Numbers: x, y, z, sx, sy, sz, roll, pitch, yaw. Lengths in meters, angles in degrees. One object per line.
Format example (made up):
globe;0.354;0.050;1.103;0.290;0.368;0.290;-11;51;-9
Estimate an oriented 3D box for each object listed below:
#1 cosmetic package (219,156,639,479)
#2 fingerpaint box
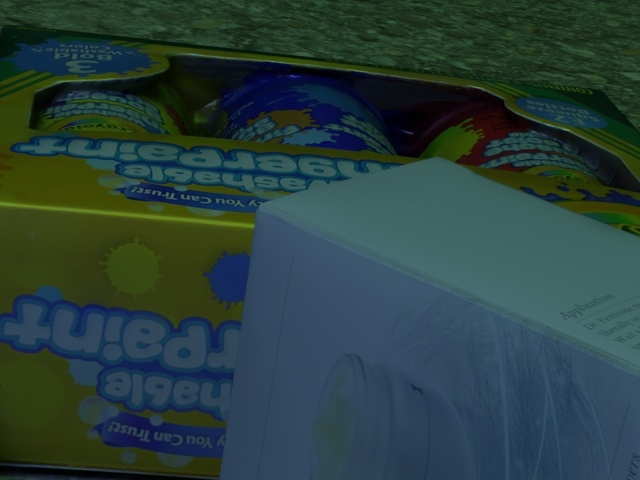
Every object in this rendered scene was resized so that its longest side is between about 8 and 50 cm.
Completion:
cosmetic package;0.080;0.111;0.678;0.225;0.224;0.138;24;25;35
fingerpaint box;0.000;0.000;1.022;0.445;0.163;0.371;6;21;-7
